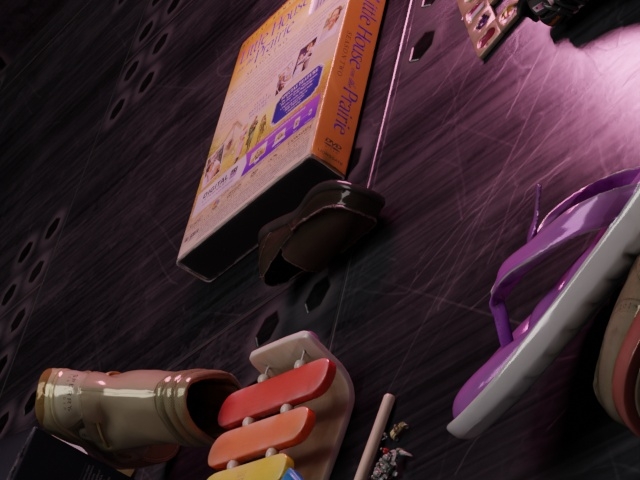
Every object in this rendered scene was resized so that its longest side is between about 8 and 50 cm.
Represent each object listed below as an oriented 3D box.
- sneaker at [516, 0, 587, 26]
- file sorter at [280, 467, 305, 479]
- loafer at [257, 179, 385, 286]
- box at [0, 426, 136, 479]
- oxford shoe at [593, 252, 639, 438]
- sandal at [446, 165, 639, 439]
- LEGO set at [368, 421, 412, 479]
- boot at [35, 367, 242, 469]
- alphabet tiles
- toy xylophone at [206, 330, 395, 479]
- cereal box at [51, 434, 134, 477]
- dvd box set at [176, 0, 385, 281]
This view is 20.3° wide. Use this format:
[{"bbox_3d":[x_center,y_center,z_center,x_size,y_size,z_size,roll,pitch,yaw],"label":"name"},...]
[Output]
[{"bbox_3d":[0.256,-0.257,1.838,0.178,0.072,0.077,-170,100,-75],"label":"sneaker"},{"bbox_3d":[-0.017,0.313,1.557,0.170,0.104,0.118,-56,26,2],"label":"file sorter"},{"bbox_3d":[0.000,0.000,2.014,0.220,0.080,0.078,-35,40,54],"label":"loafer"},{"bbox_3d":[-0.284,0.309,1.999,0.153,0.207,0.108,-22,40,55],"label":"box"},{"bbox_3d":[0.300,-0.016,1.326,0.348,0.123,0.130,-57,15,-3],"label":"oxford shoe"},{"bbox_3d":[0.222,-0.019,1.442,0.416,0.102,0.169,-51,-10,5],"label":"sandal"},{"bbox_3d":[0.060,0.203,1.659,0.054,0.023,0.083,-48,23,22],"label":"LEGO set"},{"bbox_3d":[-0.168,0.199,1.991,0.203,0.262,0.095,-3,69,24],"label":"boot"},{"bbox_3d":[0.243,-0.334,2.031,0.237,0.009,0.198,-48,23,20],"label":"alphabet tiles"},{"bbox_3d":[-0.042,0.236,1.755,0.236,0.081,0.323,-32,33,46],"label":"toy xylophone"},{"bbox_3d":[-0.326,0.328,2.279,0.173,0.047,0.240,-60,22,-7],"label":"cereal box"},{"bbox_3d":[-0.043,-0.177,2.353,0.307,0.062,0.420,-37,30,42],"label":"dvd box set"}]
